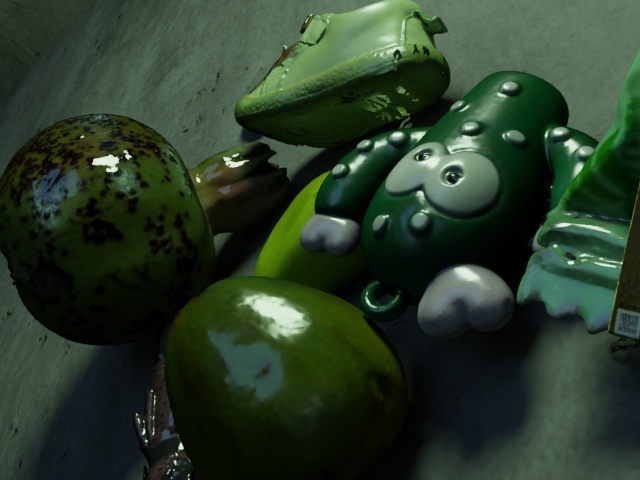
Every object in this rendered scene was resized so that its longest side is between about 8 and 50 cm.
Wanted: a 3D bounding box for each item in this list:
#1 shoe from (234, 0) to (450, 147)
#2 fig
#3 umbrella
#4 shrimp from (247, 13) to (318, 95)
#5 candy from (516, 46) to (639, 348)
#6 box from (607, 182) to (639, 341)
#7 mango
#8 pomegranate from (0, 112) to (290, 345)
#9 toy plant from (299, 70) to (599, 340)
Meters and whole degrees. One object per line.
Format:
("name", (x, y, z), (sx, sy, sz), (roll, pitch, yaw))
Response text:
("shoe", (0.029, -0.174, 0.905), (0.262, 0.140, 0.128), (-11, 58, 41))
("fig", (-0.034, 0.112, 0.640), (0.181, 0.191, 0.181), (-51, -5, -6))
("umbrella", (-0.130, 0.193, 0.754), (0.094, 0.090, 0.326), (-43, 31, 19))
("shrimp", (-0.058, -0.241, 1.159), (0.187, 0.051, 0.132), (-45, 31, 16))
("candy", (0.279, -0.112, 0.474), (0.263, 0.172, 0.398), (10, 74, 51))
("box", (0.212, -0.002, 0.434), (0.090, 0.023, 0.133), (14, 97, 42))
("mango", (0.000, -0.005, 0.792), (0.163, 0.089, 0.117), (-36, 33, 24))
("pomegranate", (-0.200, -0.030, 0.961), (0.340, 0.285, 0.285), (-23, 27, -15))
("toy plant", (0.111, -0.029, 0.645), (0.243, 0.112, 0.232), (-35, 42, -3))
